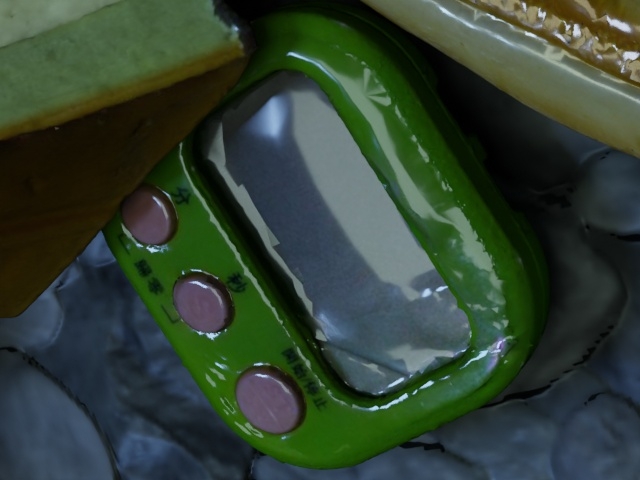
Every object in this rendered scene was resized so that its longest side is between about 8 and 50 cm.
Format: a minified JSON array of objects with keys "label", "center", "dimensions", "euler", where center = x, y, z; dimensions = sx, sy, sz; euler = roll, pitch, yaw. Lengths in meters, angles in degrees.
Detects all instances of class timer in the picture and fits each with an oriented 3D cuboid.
[{"label":"timer","center":[0.000,0.000,0.547],"dimensions":[0.128,0.047,0.140],"euler":[-30,96,32]}]

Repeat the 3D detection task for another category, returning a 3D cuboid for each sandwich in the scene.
[{"label":"sandwich","center":[-0.145,-0.055,0.498],"dimensions":[0.144,0.187,0.117],"euler":[-50,56,36]}]

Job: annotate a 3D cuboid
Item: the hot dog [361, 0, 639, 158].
[{"label":"hot dog","center":[0.082,-0.073,0.461],"dimensions":[0.249,0.102,0.076],"euler":[26,159,16]}]
